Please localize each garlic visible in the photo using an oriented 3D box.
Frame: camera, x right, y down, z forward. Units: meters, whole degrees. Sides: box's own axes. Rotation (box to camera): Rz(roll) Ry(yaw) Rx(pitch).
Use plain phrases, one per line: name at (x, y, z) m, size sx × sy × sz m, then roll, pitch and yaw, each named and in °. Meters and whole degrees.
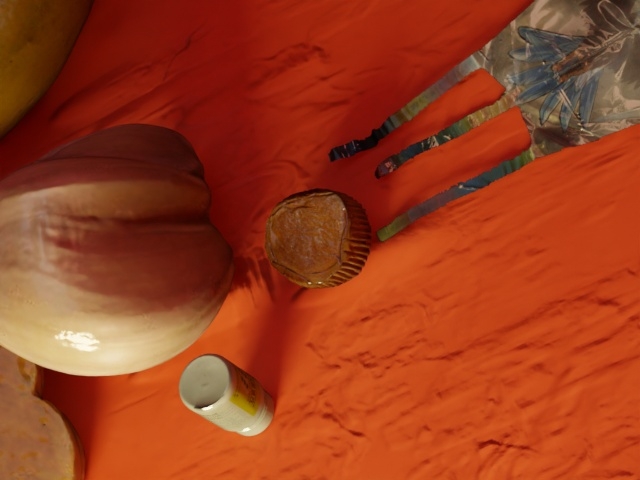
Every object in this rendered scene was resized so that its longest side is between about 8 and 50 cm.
garlic at (-0.184, 0.005, 1.205) m, size 0.228 × 0.110 × 0.217 m, roll -17°, pitch 62°, yaw -15°

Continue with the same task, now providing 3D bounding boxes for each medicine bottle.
medicine bottle at (-0.071, 0.120, 1.155) m, size 0.047 × 0.083 × 0.047 m, roll -10°, pitch 64°, yaw 22°

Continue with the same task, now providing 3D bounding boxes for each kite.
kite at (0.161, -0.106, 1.186) m, size 0.310 × 0.015 × 0.169 m, roll -36°, pitch 58°, yaw 7°

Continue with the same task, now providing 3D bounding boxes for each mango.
mango at (-0.311, -0.204, 1.383) m, size 0.195 × 0.142 × 0.332 m, roll 40°, pitch 88°, yaw 27°

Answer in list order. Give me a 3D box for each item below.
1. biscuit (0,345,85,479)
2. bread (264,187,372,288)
biscuit at (-0.364, 0.136, 1.244) m, size 0.376 × 0.051 × 0.269 m, roll 38°, pitch 82°, yaw 10°
bread at (0.000, 0.000, 1.194) m, size 0.085 × 0.053 × 0.085 m, roll -5°, pitch 78°, yaw 25°
